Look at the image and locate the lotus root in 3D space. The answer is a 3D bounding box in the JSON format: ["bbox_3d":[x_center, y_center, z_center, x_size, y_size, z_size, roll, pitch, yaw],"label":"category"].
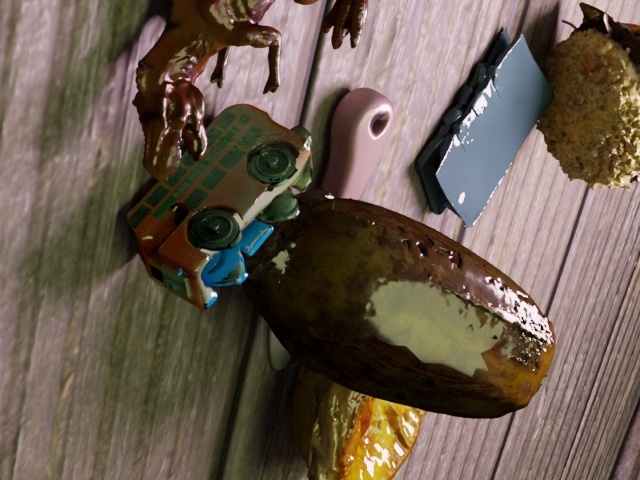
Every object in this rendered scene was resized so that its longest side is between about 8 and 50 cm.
[{"bbox_3d":[0.072,0.068,1.260,0.397,0.196,0.179,26,86,-34],"label":"lotus root"}]

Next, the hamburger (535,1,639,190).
[{"bbox_3d":[0.374,-0.179,1.641,0.138,0.243,0.262,-21,130,-23],"label":"hamburger"}]

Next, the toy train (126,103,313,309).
[{"bbox_3d":[-0.082,-0.033,1.077,0.188,0.099,0.072,-52,154,-26],"label":"toy train"}]

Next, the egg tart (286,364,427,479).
[{"bbox_3d":[0.048,0.181,1.490,0.295,0.116,0.295,-45,148,-39],"label":"egg tart"}]

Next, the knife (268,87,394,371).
[{"bbox_3d":[-0.002,0.000,1.322,0.081,0.043,0.336,-4,119,-51],"label":"knife"}]

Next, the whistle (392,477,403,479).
[{"bbox_3d":[0.109,0.414,1.786,0.141,0.141,0.294,-59,155,-10],"label":"whistle"}]

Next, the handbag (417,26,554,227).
[{"bbox_3d":[0.200,-0.139,1.560,0.221,0.057,0.144,-56,146,-14],"label":"handbag"}]

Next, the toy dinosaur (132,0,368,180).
[{"bbox_3d":[-0.033,-0.250,0.985,0.208,0.097,0.432,5,105,-52],"label":"toy dinosaur"}]
